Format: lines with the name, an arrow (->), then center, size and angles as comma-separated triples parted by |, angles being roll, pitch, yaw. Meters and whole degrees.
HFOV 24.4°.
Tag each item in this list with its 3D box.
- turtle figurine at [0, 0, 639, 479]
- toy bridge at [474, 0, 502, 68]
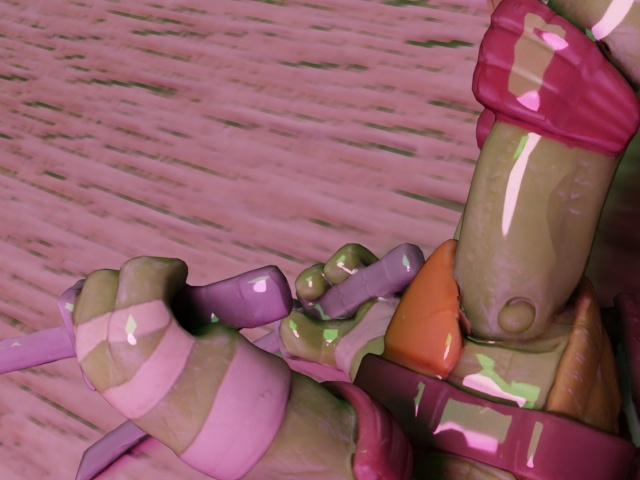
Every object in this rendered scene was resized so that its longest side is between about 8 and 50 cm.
turtle figurine -> 0.000, 0.000, 0.427 | 0.275, 0.198, 0.266 | 27, 88, 42
toy bridge -> 0.055, -0.124, 0.565 | 0.026, 0.063, 0.188 | -27, 68, 21
